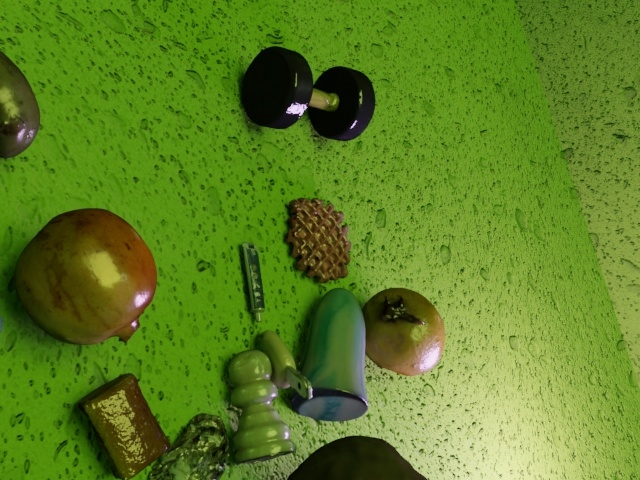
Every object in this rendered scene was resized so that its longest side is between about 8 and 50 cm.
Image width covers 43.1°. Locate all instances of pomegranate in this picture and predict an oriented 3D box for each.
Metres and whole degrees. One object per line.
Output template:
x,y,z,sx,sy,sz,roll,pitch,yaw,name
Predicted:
-0.431,0.077,1.497,0.264,0.264,0.264,19,61,-40,pomegranate

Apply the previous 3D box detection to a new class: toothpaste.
-0.159,0.100,1.935,0.057,0.035,0.197,14,62,-52,toothpaste

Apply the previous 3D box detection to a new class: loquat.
0.212,0.235,2.123,0.244,0.244,0.243,19,61,-40,loquat

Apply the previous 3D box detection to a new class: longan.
0.092,0.648,1.719,0.436,0.404,0.404,49,45,-30,longan

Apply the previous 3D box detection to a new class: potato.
-0.628,-0.276,1.497,0.262,0.165,0.165,56,44,-12,potato

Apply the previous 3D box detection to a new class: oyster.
-0.267,0.461,1.664,0.252,0.087,0.199,9,68,-57,oyster

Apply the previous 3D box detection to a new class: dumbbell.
-0.027,-0.380,2.134,0.322,0.204,0.203,3,72,-46,dumbbell

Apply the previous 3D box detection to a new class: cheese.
-0.076,0.293,1.822,0.050,0.235,0.127,-8,105,-26,cheese

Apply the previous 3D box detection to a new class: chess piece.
-0.143,0.362,1.788,0.133,0.133,0.243,5,66,-45,chess piece

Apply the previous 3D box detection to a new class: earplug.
0.032,0.258,1.986,0.185,0.185,0.324,33,46,-33,earplug

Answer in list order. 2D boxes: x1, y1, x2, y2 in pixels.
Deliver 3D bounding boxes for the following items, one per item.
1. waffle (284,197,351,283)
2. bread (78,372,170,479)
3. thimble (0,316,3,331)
0.000,0.000,2.123,0.221,0.055,0.234,15,65,-42,waffle
-0.378,0.356,1.554,0.132,0.103,0.172,-33,99,-42,bread
-0.624,0.175,1.307,0.143,0.198,0.235,26,86,-40,thimble
